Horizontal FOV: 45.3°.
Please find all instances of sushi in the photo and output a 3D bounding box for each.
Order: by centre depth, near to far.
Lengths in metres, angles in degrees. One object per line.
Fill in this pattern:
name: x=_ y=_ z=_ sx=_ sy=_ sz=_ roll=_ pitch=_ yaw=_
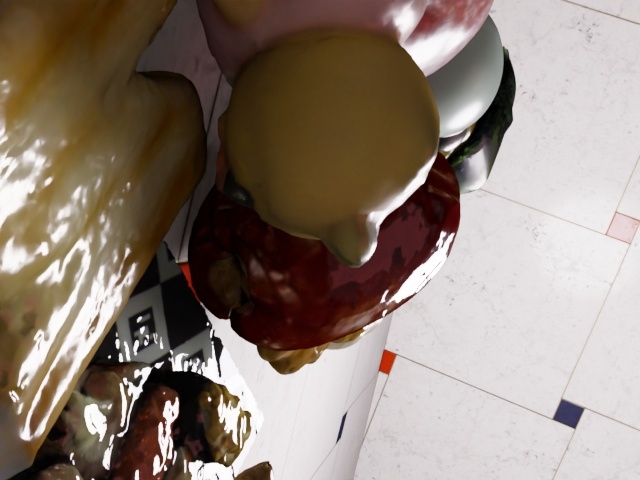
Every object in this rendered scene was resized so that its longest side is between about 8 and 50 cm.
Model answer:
sushi: x=-0.119 y=0.161 z=0.558 sx=0.294 sy=0.059 sz=0.292 roll=-64 pitch=145 yaw=-43

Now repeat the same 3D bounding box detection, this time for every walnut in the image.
walnut: x=0.000 y=0.000 z=0.702 sx=0.269 sy=0.222 sz=0.243 roll=-37 pitch=143 yaw=-35

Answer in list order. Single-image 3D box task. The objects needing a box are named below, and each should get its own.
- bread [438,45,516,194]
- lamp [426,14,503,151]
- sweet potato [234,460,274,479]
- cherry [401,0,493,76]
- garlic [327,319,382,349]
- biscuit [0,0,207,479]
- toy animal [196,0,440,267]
bread: x=0.179 y=-0.226 z=1.253 sx=0.208 sy=0.251 sz=0.376 roll=62 pitch=36 yaw=-33
lamp: x=0.121 y=-0.240 z=0.986 sx=0.198 sy=0.244 sz=0.197 roll=-42 pitch=-145 yaw=40
sweet potato: x=-0.146 y=0.377 z=0.789 sx=0.341 sy=0.114 sz=0.092 roll=-71 pitch=-159 yaw=4
cherry: x=0.062 y=-0.262 z=0.737 sx=0.285 sy=0.213 sz=0.236 roll=-44 pitch=133 yaw=-31
garlic: x=-0.021 y=0.052 z=0.915 sx=0.226 sy=0.199 sz=0.199 roll=-45 pitch=-163 yaw=50
biscuit: x=-0.143 y=-0.040 z=0.411 sx=0.236 sy=0.062 sz=0.290 roll=89 pitch=20 yaw=-50
toy animal: x=-0.001 y=-0.119 z=0.518 sx=0.195 sy=0.169 sz=0.281 roll=10 pitch=73 yaw=-52
